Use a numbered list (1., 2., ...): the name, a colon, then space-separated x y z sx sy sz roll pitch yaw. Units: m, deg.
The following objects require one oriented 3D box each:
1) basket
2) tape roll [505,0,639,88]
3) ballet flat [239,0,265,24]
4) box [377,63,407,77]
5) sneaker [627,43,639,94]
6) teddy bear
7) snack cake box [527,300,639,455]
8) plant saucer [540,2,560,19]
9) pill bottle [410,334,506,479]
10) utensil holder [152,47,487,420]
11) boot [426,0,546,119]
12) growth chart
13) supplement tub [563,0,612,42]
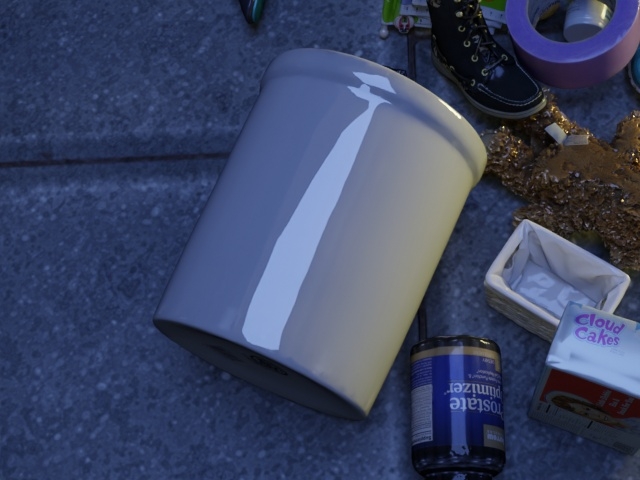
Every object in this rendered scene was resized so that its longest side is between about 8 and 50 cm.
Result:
1. basket: 0.318 0.069 1.466 0.167 0.103 0.113 31 74 16
2. tape roll: 0.368 -0.321 1.558 0.189 0.080 0.189 -6 68 16
3. ballet flat: -0.103 -0.434 1.727 0.074 0.074 0.203 15 65 11
4. box: 0.091 -0.230 1.653 0.067 0.018 0.083 14 70 11
5. sneaker: 0.533 -0.332 1.598 0.107 0.110 0.275 18 71 20
6. teddy bear: 0.371 -0.091 1.536 0.338 0.113 0.245 19 64 21
7. snack cake box: 0.351 0.176 1.332 0.152 0.264 0.089 20 71 13
8. plant saucer: 0.335 -0.378 1.689 0.083 0.015 0.083 -2 68 5
9. pill bottle: 0.179 0.243 1.400 0.122 0.123 0.219 -1 68 5
10. utensil holder: 0.000 0.000 1.409 0.327 0.327 0.385 20 73 13
11. boot: 0.226 -0.290 1.546 0.085 0.179 0.236 -33 48 -11
12. growth chart: 0.209 -0.386 1.638 0.237 0.172 0.021 2 37 5
13. supplement tub: 0.414 -0.359 1.644 0.071 0.071 0.107 9 70 9
